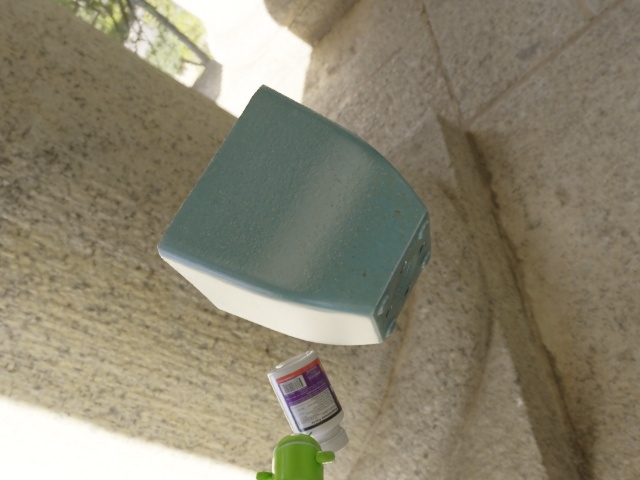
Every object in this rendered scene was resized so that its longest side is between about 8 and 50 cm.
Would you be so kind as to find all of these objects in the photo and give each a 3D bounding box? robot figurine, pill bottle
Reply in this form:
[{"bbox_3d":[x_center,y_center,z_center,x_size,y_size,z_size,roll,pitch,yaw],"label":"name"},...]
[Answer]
[{"bbox_3d":[-0.029,0.301,0.870,0.101,0.067,0.115,-25,31,14],"label":"robot figurine"},{"bbox_3d":[-0.019,0.327,1.334,0.108,0.108,0.193,-25,89,45],"label":"pill bottle"}]

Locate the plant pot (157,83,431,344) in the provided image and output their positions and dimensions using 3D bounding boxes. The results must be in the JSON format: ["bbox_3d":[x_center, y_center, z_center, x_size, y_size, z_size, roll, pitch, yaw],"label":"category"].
[{"bbox_3d":[0.000,0.000,0.854,0.253,0.248,0.247,24,74,18],"label":"plant pot"}]
